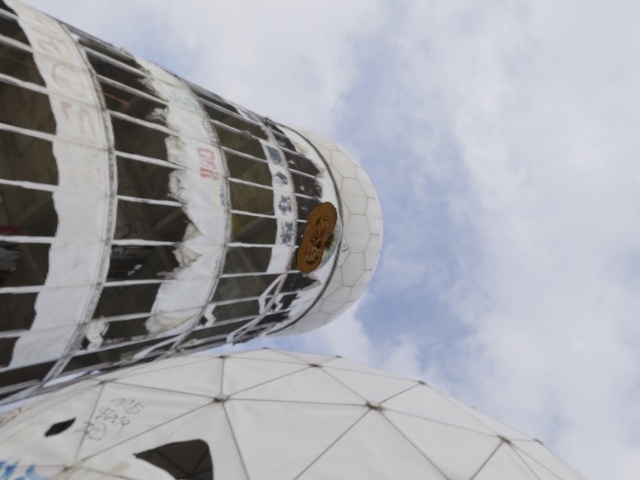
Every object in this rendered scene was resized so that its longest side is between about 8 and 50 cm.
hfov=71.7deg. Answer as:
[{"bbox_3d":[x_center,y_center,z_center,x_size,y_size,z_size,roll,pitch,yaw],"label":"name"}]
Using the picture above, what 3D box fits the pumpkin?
[{"bbox_3d":[0.001,0.001,0.482,0.050,0.028,0.083,22,-95,50],"label":"pumpkin"}]
